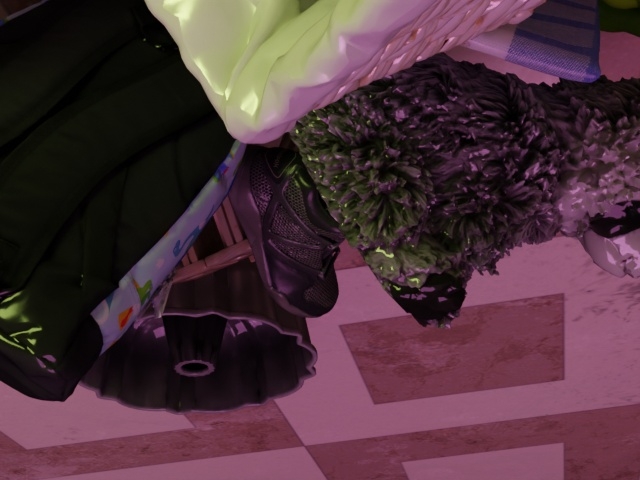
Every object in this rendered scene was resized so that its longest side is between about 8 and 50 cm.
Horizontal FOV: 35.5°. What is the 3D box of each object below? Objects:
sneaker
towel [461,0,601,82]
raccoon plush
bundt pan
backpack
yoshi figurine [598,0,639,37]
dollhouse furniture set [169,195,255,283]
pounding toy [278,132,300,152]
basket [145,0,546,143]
[{"bbox_3d":[0.000,0.000,1.015,0.130,0.087,0.227,4,134,26],"label":"sneaker"},{"bbox_3d":[0.065,-0.193,0.716,0.285,0.209,0.034,20,119,6],"label":"towel"},{"bbox_3d":[0.118,-0.137,0.799,0.299,0.216,0.446,-34,109,10],"label":"raccoon plush"},{"bbox_3d":[-0.170,0.119,1.350,0.330,0.124,0.331,-3,149,-2],"label":"bundt pan"},{"bbox_3d":[-0.216,-0.062,0.851,0.290,0.355,0.273,31,154,6],"label":"backpack"},{"bbox_3d":[0.336,-0.224,0.843,0.362,0.203,0.203,40,89,-32],"label":"yoshi figurine"},{"bbox_3d":[-0.099,-0.037,1.137,0.129,0.129,0.183,-22,174,29],"label":"dollhouse furniture set"},{"bbox_3d":[0.029,-0.119,1.009,0.181,0.094,0.206,30,139,-14],"label":"pounding toy"},{"bbox_3d":[0.040,-0.283,0.455,0.266,0.331,0.328,-29,174,-45],"label":"basket"}]
